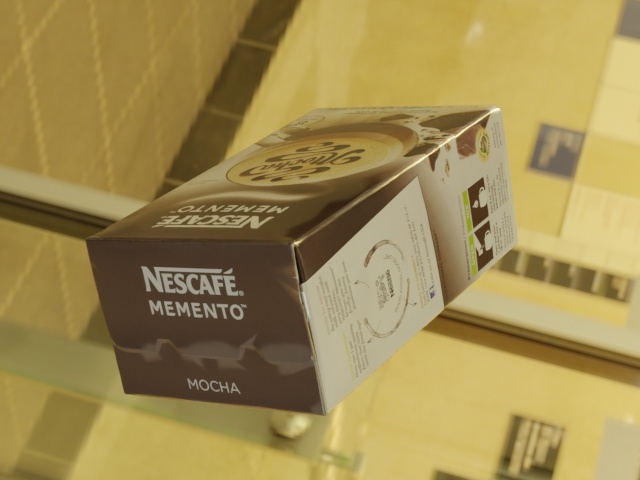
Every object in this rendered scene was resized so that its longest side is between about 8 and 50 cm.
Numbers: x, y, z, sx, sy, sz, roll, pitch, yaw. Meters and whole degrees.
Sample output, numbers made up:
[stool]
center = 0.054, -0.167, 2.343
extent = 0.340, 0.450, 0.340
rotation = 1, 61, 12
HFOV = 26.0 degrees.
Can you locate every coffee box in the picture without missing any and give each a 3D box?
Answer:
[coffee box]
center = 0.000, 0.000, 0.979
extent = 0.297, 0.168, 0.118
rotation = -36, 122, -52
